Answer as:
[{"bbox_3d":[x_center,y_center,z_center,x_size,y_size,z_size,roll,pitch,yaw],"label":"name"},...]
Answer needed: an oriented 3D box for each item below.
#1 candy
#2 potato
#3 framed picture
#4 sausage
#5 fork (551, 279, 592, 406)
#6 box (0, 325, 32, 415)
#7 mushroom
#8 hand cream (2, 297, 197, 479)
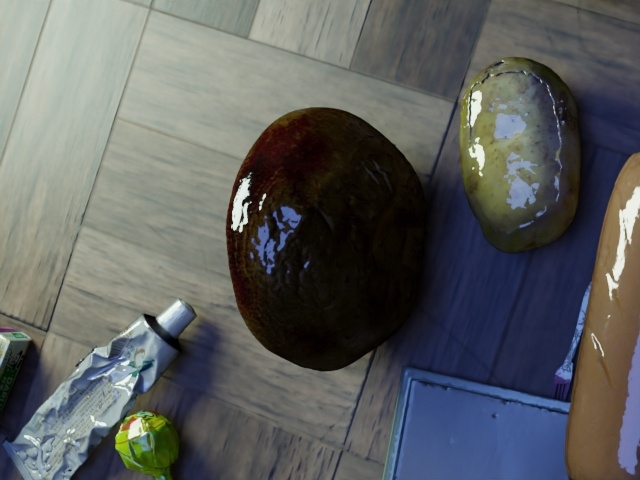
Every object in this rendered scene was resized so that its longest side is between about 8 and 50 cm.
[{"bbox_3d":[-0.135,0.250,1.742,0.062,0.058,0.194,-29,83,47],"label":"candy"},{"bbox_3d":[0.173,-0.075,1.611,0.107,0.080,0.170,-12,76,23],"label":"potato"},{"bbox_3d":[0.145,0.197,1.638,0.183,0.011,0.142,11,92,23],"label":"framed picture"},{"bbox_3d":[0.278,0.066,1.532,0.121,0.121,0.304,10,89,24],"label":"sausage"},{"bbox_3d":[0.220,0.088,1.615,0.016,0.012,0.115,18,93,15],"label":"fork"},{"bbox_3d":[-0.343,0.182,1.831,0.041,0.050,0.207,24,95,20],"label":"box"},{"bbox_3d":[0.014,-0.001,1.615,0.138,0.194,0.231,-3,95,24],"label":"mushroom"},{"bbox_3d":[-0.209,0.149,1.780,0.257,0.050,0.084,-44,74,18],"label":"hand cream"}]
